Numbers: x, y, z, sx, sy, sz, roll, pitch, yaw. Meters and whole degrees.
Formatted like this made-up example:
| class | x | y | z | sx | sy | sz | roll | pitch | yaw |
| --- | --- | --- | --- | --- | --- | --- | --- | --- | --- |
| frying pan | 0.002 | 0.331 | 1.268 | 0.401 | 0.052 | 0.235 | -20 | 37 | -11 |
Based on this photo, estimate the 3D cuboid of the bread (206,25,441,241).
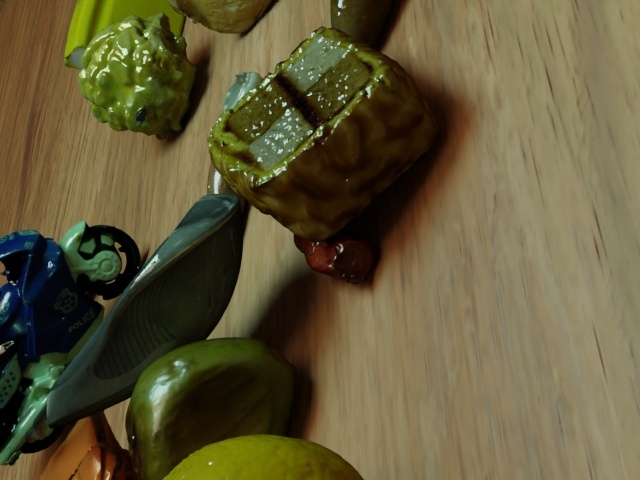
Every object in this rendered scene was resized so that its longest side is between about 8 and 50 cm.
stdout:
| class | x | y | z | sx | sy | sz | roll | pitch | yaw |
| --- | --- | --- | --- | --- | --- | --- | --- | --- | --- |
| bread | -0.002 | -0.095 | 1.098 | 0.181 | 0.096 | 0.222 | -44 | 27 | 1 |

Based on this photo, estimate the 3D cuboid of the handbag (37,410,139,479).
| class | x | y | z | sx | sy | sz | roll | pitch | yaw |
| --- | --- | --- | --- | --- | --- | --- | --- | --- | --- |
| handbag | -0.236 | 0.382 | 1.153 | 0.303 | 0.116 | 0.410 | -55 | 27 | 20 |

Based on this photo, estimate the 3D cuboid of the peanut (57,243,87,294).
| class | x | y | z | sx | sy | sz | roll | pitch | yaw |
| --- | --- | --- | --- | --- | --- | --- | --- | --- | --- |
| peanut | -0.395 | 0.083 | 1.763 | 0.103 | 0.098 | 0.229 | 45 | 117 | 19 |

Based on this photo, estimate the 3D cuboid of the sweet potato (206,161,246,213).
| class | x | y | z | sx | sy | sz | roll | pitch | yaw |
| --- | --- | --- | --- | --- | --- | --- | --- | --- | --- |
| sweet potato | -0.112 | -0.017 | 1.345 | 0.050 | 0.050 | 0.214 | -21 | 53 | 57 |

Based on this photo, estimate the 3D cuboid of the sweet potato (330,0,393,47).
| class | x | y | z | sx | sy | sz | roll | pitch | yaw |
| --- | --- | --- | --- | --- | --- | --- | --- | --- | --- |
| sweet potato | 0.062 | -0.336 | 1.247 | 0.108 | 0.079 | 0.346 | 133 | 155 | -60 |

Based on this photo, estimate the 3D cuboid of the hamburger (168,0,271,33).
| class | x | y | z | sx | sy | sz | roll | pitch | yaw |
| --- | --- | --- | --- | --- | --- | --- | --- | --- | --- |
| hamburger | -0.128 | -0.334 | 1.549 | 0.147 | 0.138 | 0.083 | -46 | 32 | 49 |

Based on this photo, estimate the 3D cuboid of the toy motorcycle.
| class | x | y | z | sx | sy | sz | roll | pitch | yaw |
| --- | --- | --- | --- | --- | --- | --- | --- | --- | --- |
| toy motorcycle | -0.367 | 0.116 | 1.554 | 0.331 | 0.196 | 0.125 | -64 | 25 | 0 |

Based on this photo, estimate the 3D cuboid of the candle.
| class | x | y | z | sx | sy | sz | roll | pitch | yaw |
| --- | --- | --- | --- | --- | --- | --- | --- | --- | --- |
| candle | 0.000 | 0.000 | 1.103 | 0.053 | 0.048 | 0.162 | -37 | 21 | -9 |

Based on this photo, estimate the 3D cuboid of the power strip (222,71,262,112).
| class | x | y | z | sx | sy | sz | roll | pitch | yaw |
| --- | --- | --- | --- | --- | --- | --- | --- | --- | --- |
| power strip | -0.101 | -0.179 | 1.482 | 0.083 | 0.035 | 0.055 | -35 | 39 | 52 |

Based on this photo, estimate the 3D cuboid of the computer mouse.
| class | x | y | z | sx | sy | sz | roll | pitch | yaw |
| --- | --- | --- | --- | --- | --- | --- | --- | --- | --- |
| computer mouse | -0.177 | 0.101 | 1.174 | 0.379 | 0.090 | 0.167 | -47 | 6 | 31 |

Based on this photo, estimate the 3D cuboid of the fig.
| class | x | y | z | sx | sy | sz | roll | pitch | yaw |
| --- | --- | --- | --- | --- | --- | --- | --- | --- | --- |
| fig | -0.094 | 0.156 | 1.063 | 0.165 | 0.144 | 0.154 | -51 | -9 | 13 |

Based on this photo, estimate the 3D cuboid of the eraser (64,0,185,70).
| class | x | y | z | sx | sy | sz | roll | pitch | yaw |
| --- | --- | --- | --- | --- | --- | --- | --- | --- | --- |
| eraser | -0.291 | -0.329 | 1.848 | 0.069 | 0.158 | 0.226 | -39 | 35 | 48 |

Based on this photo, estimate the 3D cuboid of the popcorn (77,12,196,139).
| class | x | y | z | sx | sy | sz | roll | pitch | yaw |
| --- | --- | --- | --- | --- | --- | --- | --- | --- | --- |
| popcorn | -0.245 | -0.219 | 1.674 | 0.142 | 0.173 | 0.173 | -158 | 92 | -87 |

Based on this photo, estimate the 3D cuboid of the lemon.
| class | x | y | z | sx | sy | sz | roll | pitch | yaw |
| --- | --- | --- | --- | --- | --- | --- | --- | --- | --- |
| lemon | -0.038 | 0.221 | 0.833 | 0.203 | 0.178 | 0.178 | -26 | 45 | 37 |
